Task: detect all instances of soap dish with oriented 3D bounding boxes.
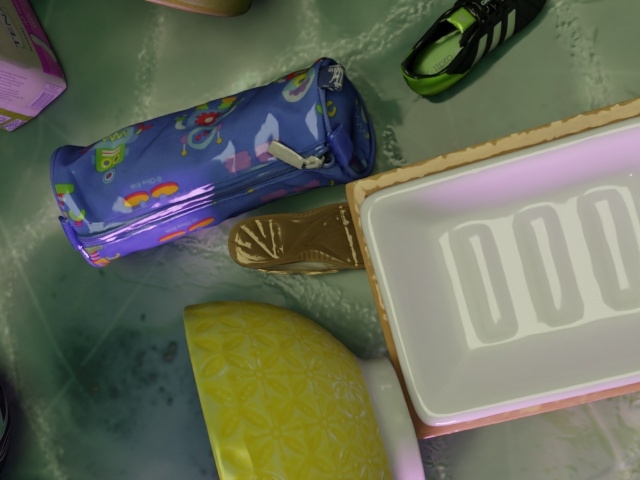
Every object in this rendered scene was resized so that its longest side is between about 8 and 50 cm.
[{"bbox_3d":[0.190,0.022,1.074,0.291,0.118,0.229,-16,91,16],"label":"soap dish"}]

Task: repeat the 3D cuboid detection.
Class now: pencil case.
[{"bbox_3d":[-0.099,-0.068,1.169,0.306,0.133,0.119,-17,116,16],"label":"pencil case"}]

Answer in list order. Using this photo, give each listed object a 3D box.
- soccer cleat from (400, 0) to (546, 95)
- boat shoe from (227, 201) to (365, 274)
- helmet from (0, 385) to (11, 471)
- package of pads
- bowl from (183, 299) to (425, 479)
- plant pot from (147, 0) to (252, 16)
[{"bbox_3d":[0.142,-0.198,1.131,0.179,0.072,0.060,-46,77,10],"label":"soccer cleat"},{"bbox_3d":[0.000,0.000,1.173,0.170,0.059,0.063,0,82,-4],"label":"boat shoe"},{"bbox_3d":[-0.377,0.186,1.225,0.161,0.169,0.169,33,98,32],"label":"helmet"},{"bbox_3d":[-0.380,-0.257,1.207,0.101,0.229,0.296,-31,80,13],"label":"package of pads"},{"bbox_3d":[-0.002,0.173,1.069,0.156,0.289,0.289,-15,83,-3],"label":"bowl"},{"bbox_3d":[-0.123,-0.393,1.098,0.366,0.366,0.353,24,106,16],"label":"plant pot"}]
